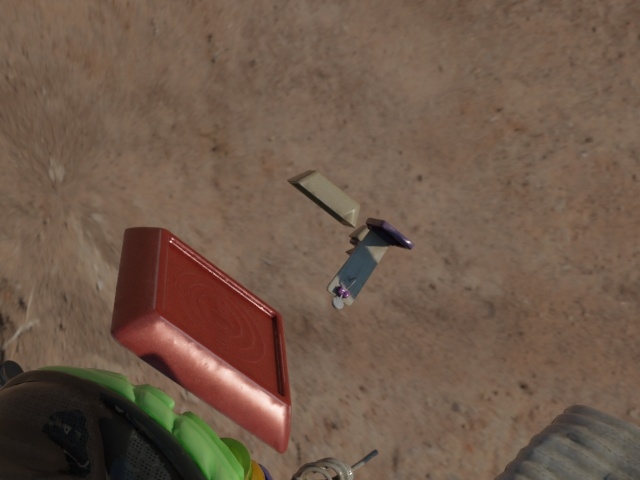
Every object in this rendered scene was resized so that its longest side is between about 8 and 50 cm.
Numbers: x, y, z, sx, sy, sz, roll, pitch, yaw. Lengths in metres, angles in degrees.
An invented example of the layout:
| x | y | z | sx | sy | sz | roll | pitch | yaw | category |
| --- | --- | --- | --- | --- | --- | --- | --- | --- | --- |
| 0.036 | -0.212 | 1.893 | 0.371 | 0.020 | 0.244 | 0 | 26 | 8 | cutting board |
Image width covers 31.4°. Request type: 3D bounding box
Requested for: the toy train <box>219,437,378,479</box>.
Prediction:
| x | y | z | sx | sy | sz | roll | pitch | yaw | category |
| --- | --- | --- | --- | --- | --- | --- | --- | --- | --- |
| -0.066 | 0.210 | 0.977 | 0.248 | 0.143 | 0.105 | -28 | 58 | -10 | toy train |

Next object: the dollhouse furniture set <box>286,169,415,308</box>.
| x | y | z | sx | sy | sz | roll | pitch | yaw | category |
| --- | --- | --- | --- | --- | --- | --- | --- | --- | --- |
| 0.000 | 0.000 | 0.967 | 0.114 | 0.091 | 0.081 | 38 | 83 | -18 | dollhouse furniture set |

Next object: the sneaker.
| x | y | z | sx | sy | sz | roll | pitch | yaw | category |
| --- | --- | --- | --- | --- | --- | --- | --- | --- | --- |
| -0.105 | 0.243 | 0.548 | 0.202 | 0.483 | 0.185 | -5 | 130 | -30 | sneaker |

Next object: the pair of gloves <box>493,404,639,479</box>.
| x | y | z | sx | sy | sz | roll | pitch | yaw | category |
| --- | --- | --- | --- | --- | --- | --- | --- | --- | --- |
| 0.181 | 0.067 | 0.306 | 0.240 | 0.204 | 0.042 | -31 | 139 | -33 | pair of gloves |

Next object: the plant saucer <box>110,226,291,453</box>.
| x | y | z | sx | sy | sz | roll | pitch | yaw | category |
| --- | --- | --- | --- | --- | --- | --- | --- | --- | --- |
| -0.129 | 0.103 | 1.376 | 0.259 | 0.258 | 0.048 | 39 | 109 | -23 | plant saucer |

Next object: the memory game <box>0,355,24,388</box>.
| x | y | z | sx | sy | sz | roll | pitch | yaw | category |
| --- | --- | --- | --- | --- | --- | --- | --- | --- | --- |
| -0.380 | 0.188 | 1.266 | 0.012 | 0.186 | 0.186 | -32 | 101 | 26 | memory game |
